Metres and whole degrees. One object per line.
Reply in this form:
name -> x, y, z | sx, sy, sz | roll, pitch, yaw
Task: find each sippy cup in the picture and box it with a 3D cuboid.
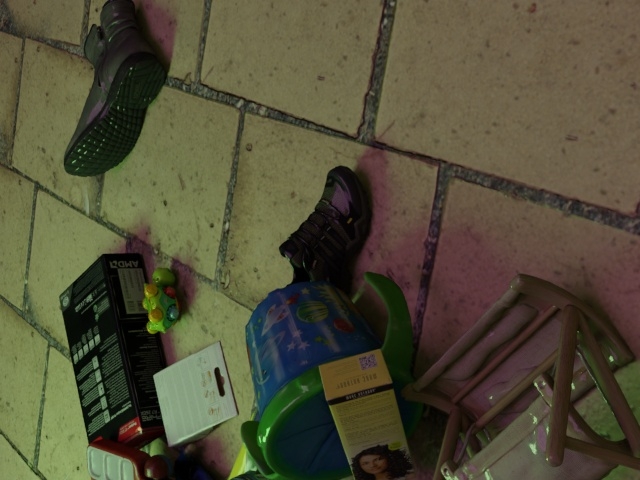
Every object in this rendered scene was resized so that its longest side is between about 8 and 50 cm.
sippy cup -> -0.001, 0.185, 1.476 | 0.224, 0.306, 0.240 | 64, -179, 43

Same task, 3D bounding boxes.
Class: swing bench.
swing bench -> 0.233, 0.221, 1.198 | 0.253, 0.165, 0.254 | -52, 27, 39

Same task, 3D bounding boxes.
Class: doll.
doll -> -0.233, 0.434, 1.892 | 0.189, 0.046, 0.129 | 11, 108, 57

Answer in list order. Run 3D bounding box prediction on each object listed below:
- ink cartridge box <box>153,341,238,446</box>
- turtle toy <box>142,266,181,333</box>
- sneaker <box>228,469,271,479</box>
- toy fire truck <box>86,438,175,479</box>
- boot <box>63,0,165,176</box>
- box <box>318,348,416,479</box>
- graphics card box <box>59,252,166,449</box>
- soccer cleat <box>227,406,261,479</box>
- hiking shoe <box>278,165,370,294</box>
ink cartridge box -> -0.220, 0.281, 1.897 | 0.179, 0.045, 0.145 | -28, 67, 29
turtle toy -> -0.299, 0.113, 1.957 | 0.095, 0.066, 0.130 | 120, 140, -65
sneaker -> -0.040, 0.384, 1.522 | 0.283, 0.122, 0.110 | 3, 114, 36
toy fire truck -> -0.330, 0.506, 1.894 | 0.302, 0.169, 0.253 | 3, 99, 47
boot -> -0.436, -0.308, 2.110 | 0.338, 0.118, 0.222 | -48, 51, 27
box -> 0.064, 0.239, 1.347 | 0.232, 0.087, 0.058 | 72, -178, -45
graphics card box -> -0.410, 0.235, 2.078 | 0.233, 0.094, 0.370 | -38, 63, 45
soccer cleat -> -0.095, 0.357, 1.708 | 0.121, 0.093, 0.289 | -89, 20, -53
hiking shoe -> 0.000, 0.000, 1.540 | 0.086, 0.114, 0.226 | 24, 109, 49
